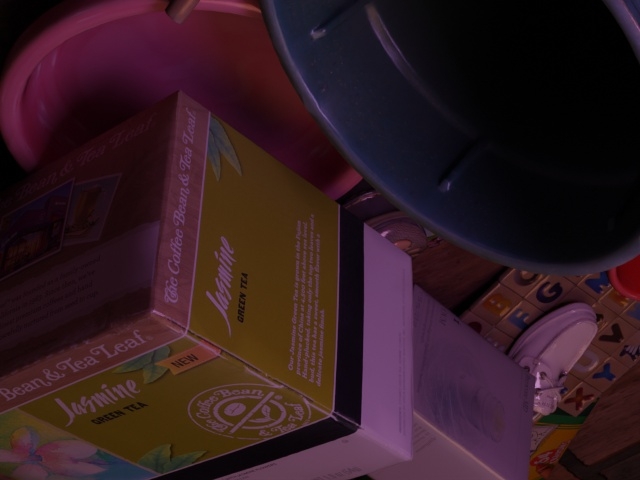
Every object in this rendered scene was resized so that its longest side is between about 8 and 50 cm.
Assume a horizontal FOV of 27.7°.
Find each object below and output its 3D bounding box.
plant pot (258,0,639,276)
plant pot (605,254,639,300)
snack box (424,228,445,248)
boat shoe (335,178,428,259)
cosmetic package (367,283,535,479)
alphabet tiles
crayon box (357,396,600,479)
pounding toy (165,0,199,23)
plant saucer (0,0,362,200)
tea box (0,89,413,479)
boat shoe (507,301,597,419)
[{"bbox_3d":[0.188,-0.208,0.932,0.334,0.341,0.341,-44,160,-27],"label":"plant pot"},{"bbox_3d":[0.375,-0.109,1.344,0.275,0.243,0.275,-15,150,-9],"label":"plant pot"},{"bbox_3d":[0.175,-0.070,1.398,0.174,0.070,0.207,-25,166,4],"label":"snack box"},{"bbox_3d":[0.000,0.000,1.409,0.132,0.130,0.355,-12,168,-30],"label":"boat shoe"},{"bbox_3d":[0.149,0.218,1.664,0.225,0.224,0.138,38,124,-15],"label":"cosmetic package"},{"bbox_3d":[0.331,0.142,1.845,0.285,0.011,0.342,-45,131,16],"label":"alphabet tiles"},{"bbox_3d":[0.244,0.330,2.102,0.313,0.106,0.363,-11,147,-17],"label":"crayon box"},{"bbox_3d":[-0.111,-0.259,0.847,0.237,0.110,0.183,37,100,-32],"label":"pounding toy"},{"bbox_3d":[-0.107,-0.125,1.119,0.332,0.084,0.332,-2,147,-1],"label":"plant saucer"},{"bbox_3d":[-0.138,0.086,1.158,0.329,0.220,0.323,-25,137,34],"label":"tea box"},{"bbox_3d":[0.298,0.207,1.810,0.098,0.096,0.277,23,115,-36],"label":"boat shoe"}]
